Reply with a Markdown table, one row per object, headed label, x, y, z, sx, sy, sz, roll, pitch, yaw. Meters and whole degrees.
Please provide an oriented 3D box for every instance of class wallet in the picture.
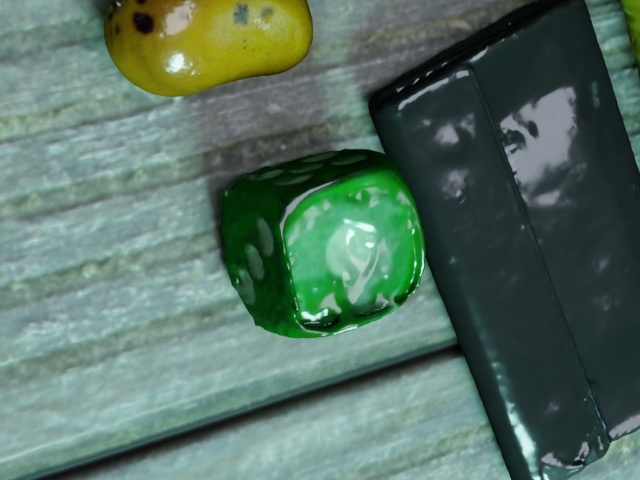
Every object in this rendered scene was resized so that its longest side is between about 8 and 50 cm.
| label | x | y | z | sx | sy | sz | roll | pitch | yaw |
| --- | --- | --- | --- | --- | --- | --- | --- | --- | --- |
| wallet | 0.203 | 0.006 | 1.493 | 0.228 | 0.062 | 0.406 | -31 | 112 | -20 |

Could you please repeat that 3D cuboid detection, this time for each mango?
| label | x | y | z | sx | sy | sz | roll | pitch | yaw |
| --- | --- | --- | --- | --- | --- | --- | --- | --- | --- |
| mango | -0.084 | -0.174 | 1.293 | 0.178 | 0.090 | 0.115 | -15 | 116 | -28 |

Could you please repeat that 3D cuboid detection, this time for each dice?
| label | x | y | z | sx | sy | sz | roll | pitch | yaw |
| --- | --- | --- | --- | --- | --- | --- | --- | --- | --- |
| dice | 0.000 | 0.000 | 1.352 | 0.131 | 0.120 | 0.128 | -21 | 107 | -26 |

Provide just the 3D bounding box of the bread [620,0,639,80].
| label | x | y | z | sx | sy | sz | roll | pitch | yaw |
| --- | --- | --- | --- | --- | --- | --- | --- | --- | --- |
| bread | 0.344 | -0.197 | 1.504 | 0.166 | 0.112 | 0.384 | -27 | 110 | -24 |
